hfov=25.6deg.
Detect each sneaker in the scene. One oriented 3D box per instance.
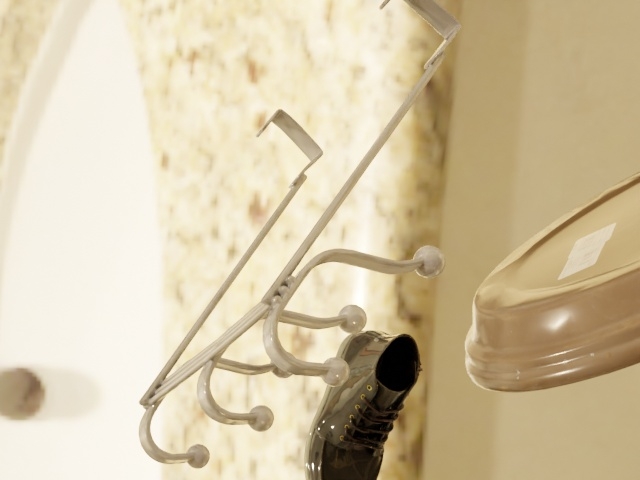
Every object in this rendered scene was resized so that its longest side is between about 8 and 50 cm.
[{"bbox_3d":[0.045,0.205,1.556,0.118,0.083,0.222,164,117,-69],"label":"sneaker"}]

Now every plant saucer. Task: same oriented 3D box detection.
[{"bbox_3d":[0.196,-0.004,0.780,0.278,0.278,0.041,-18,104,57],"label":"plant saucer"}]

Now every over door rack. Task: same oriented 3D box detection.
[{"bbox_3d":[0.000,0.000,1.018,0.239,0.108,0.324,-39,25,53],"label":"over door rack"}]
